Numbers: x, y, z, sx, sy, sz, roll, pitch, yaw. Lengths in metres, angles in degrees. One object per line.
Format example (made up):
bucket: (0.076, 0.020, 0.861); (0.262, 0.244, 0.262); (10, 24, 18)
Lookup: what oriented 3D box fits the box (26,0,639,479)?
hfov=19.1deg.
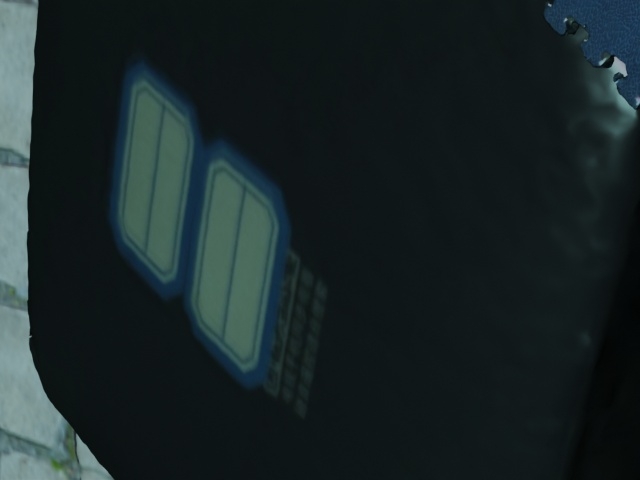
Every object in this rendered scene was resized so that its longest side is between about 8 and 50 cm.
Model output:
box: (0.000, 0.000, 0.735); (0.350, 0.091, 0.359); (39, 133, 43)

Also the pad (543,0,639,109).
pad: (0.135, -0.141, 0.438); (0.269, 0.012, 0.270); (-62, 36, 25)
